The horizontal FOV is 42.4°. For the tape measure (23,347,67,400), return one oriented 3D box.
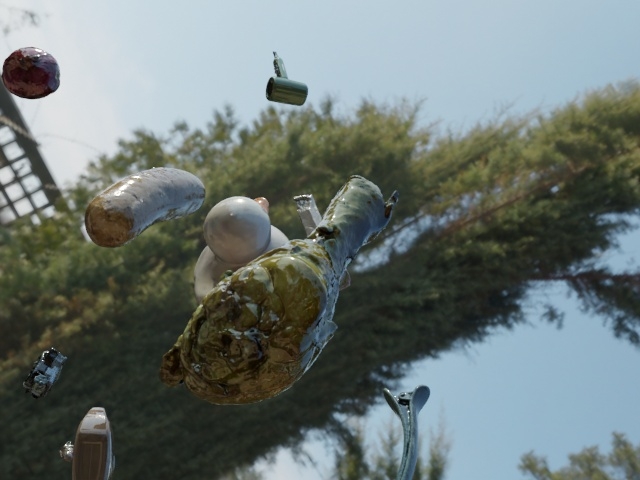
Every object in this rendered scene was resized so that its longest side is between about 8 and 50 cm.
[{"bbox_3d":[-0.510,0.244,1.525,0.054,0.091,0.094,31,-40,-11],"label":"tape measure"}]

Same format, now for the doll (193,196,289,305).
[{"bbox_3d":[-0.163,0.029,1.630,0.221,0.251,0.221,27,-17,9],"label":"doll"}]

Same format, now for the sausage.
[{"bbox_3d":[-0.381,-0.093,1.865,0.501,0.123,0.136,-42,115,-72],"label":"sausage"}]

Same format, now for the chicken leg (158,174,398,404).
[{"bbox_3d":[-0.022,0.047,1.064,0.152,0.429,0.201,39,-42,1],"label":"chicken leg"}]

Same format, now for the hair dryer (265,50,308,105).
[{"bbox_3d":[-0.075,-0.315,1.573,0.047,0.071,0.150,-61,-147,38],"label":"hair dryer"}]

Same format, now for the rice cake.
[{"bbox_3d":[0.000,0.000,1.807,0.270,0.055,0.049,64,1,38],"label":"rice cake"}]

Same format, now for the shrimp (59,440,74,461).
[{"bbox_3d":[-0.570,0.475,1.869,0.092,0.038,0.029,-78,166,-82],"label":"shrimp"}]

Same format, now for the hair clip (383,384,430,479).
[{"bbox_3d":[0.112,0.283,1.123,0.229,0.070,0.039,-75,153,-57],"label":"hair clip"}]

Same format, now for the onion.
[{"bbox_3d":[-0.539,-0.313,1.538,0.107,0.107,0.097,53,-29,17],"label":"onion"}]

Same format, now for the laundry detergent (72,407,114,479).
[{"bbox_3d":[-0.478,0.446,1.769,0.237,0.076,0.171,125,-32,-75],"label":"laundry detergent"}]
